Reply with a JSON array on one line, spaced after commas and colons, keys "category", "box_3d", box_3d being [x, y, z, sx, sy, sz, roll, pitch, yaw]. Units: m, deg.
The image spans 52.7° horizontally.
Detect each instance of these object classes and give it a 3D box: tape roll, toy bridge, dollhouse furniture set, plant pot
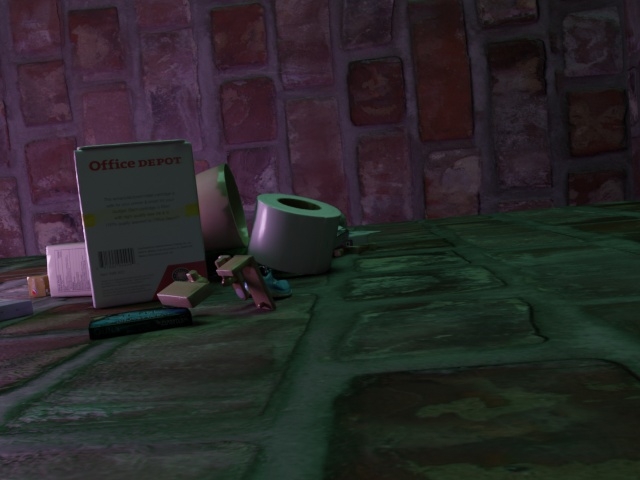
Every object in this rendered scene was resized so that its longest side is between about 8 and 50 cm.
[{"category": "tape roll", "box_3d": [-0.075, -0.024, 1.834, 0.246, 0.169, 0.246, 10, 14, -3]}, {"category": "toy bridge", "box_3d": [0.116, 0.032, 2.247, 0.188, 0.026, 0.063, -10, 5, -42]}, {"category": "dollhouse furniture set", "box_3d": [-0.205, 0.120, 1.285, 0.144, 0.123, 0.151, -1, 30, 46]}, {"category": "plant pot", "box_3d": [-0.375, -0.069, 1.896, 0.273, 0.257, 0.256, -15, 4, 2]}]

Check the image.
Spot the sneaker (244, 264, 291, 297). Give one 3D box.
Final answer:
[{"category": "sneaker", "box_3d": [-0.112, 0.090, 1.425, 0.063, 0.073, 0.162, -3, -5, 23]}]

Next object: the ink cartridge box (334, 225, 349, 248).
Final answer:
[{"category": "ink cartridge box", "box_3d": [0.000, 0.000, 2.185, 0.097, 0.046, 0.207, 26, 35, 29]}]

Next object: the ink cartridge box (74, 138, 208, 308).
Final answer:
[{"category": "ink cartridge box", "box_3d": [-0.447, -0.046, 1.625, 0.279, 0.385, 0.160, -7, 5, -17]}]

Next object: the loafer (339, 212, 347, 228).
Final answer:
[{"category": "loafer", "box_3d": [-0.060, -0.064, 2.387, 0.319, 0.112, 0.111, -5, -5, 27]}]

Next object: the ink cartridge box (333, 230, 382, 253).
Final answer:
[{"category": "ink cartridge box", "box_3d": [0.028, 0.013, 2.346, 0.370, 0.069, 0.175, -10, 5, -26]}]

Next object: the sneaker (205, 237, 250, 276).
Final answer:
[{"category": "sneaker", "box_3d": [-0.292, 0.064, 1.998, 0.295, 0.110, 0.123, -11, 24, -36]}]

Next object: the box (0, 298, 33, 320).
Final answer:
[{"category": "box", "box_3d": [-0.805, 0.170, 1.550, 0.186, 0.038, 0.145, -3, 5, 39]}]

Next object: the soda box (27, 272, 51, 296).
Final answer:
[{"category": "soda box", "box_3d": [-0.798, 0.125, 1.952, 0.058, 0.061, 0.181, -5, 4, 15]}]

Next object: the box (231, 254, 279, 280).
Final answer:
[{"category": "box", "box_3d": [-0.156, 0.064, 1.928, 0.067, 0.063, 0.324, -2, 6, 32]}]

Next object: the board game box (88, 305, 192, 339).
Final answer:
[{"category": "board game box", "box_3d": [-0.349, 0.155, 1.251, 0.186, 0.026, 0.126, -7, 5, -18]}]

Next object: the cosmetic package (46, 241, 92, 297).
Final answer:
[{"category": "cosmetic package", "box_3d": [-0.603, 0.074, 1.818, 0.296, 0.153, 0.129, -3, 4, 18]}]
